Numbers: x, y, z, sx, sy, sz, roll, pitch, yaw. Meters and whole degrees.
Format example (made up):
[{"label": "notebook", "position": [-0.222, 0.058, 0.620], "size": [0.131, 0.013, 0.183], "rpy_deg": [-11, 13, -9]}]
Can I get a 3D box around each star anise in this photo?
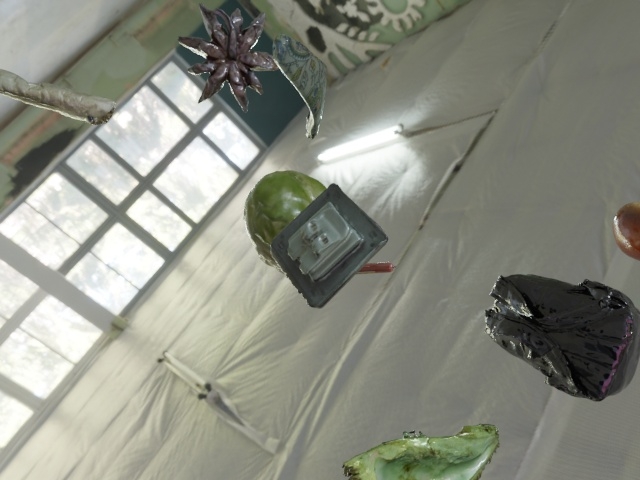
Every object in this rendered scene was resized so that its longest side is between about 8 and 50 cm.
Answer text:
[{"label": "star anise", "position": [-0.158, -0.326, 0.887], "size": [0.065, 0.195, 0.182], "rpy_deg": [-130, -139, -66]}]

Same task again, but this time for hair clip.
[{"label": "hair clip", "position": [-0.013, -0.165, 0.544], "size": [0.229, 0.036, 0.066], "rpy_deg": [30, 74, -82]}]

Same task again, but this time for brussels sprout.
[{"label": "brussels sprout", "position": [-0.074, -0.048, 1.342], "size": [0.243, 0.316, 0.273], "rpy_deg": [-23, -154, 14]}]

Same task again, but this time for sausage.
[{"label": "sausage", "position": [0.108, 0.081, 1.377], "size": [0.223, 0.029, 0.029], "rpy_deg": [-6, -140, 29]}]

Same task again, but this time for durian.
[{"label": "durian", "position": [0.208, 0.446, 1.000], "size": [0.163, 0.394, 0.198], "rpy_deg": [-153, -116, -66]}]

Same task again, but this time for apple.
[{"label": "apple", "position": [1.033, -0.029, 1.530], "size": [0.235, 0.173, 0.210], "rpy_deg": [-12, -160, -30]}]

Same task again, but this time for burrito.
[{"label": "burrito", "position": [-0.380, -0.200, 0.672], "size": [0.045, 0.185, 0.041], "rpy_deg": [-129, -125, -72]}]

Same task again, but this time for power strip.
[{"label": "power strip", "position": [0.000, 0.000, 0.981], "size": [0.213, 0.064, 0.198], "rpy_deg": [-45, -123, 3]}]

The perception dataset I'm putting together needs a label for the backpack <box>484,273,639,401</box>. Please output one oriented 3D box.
[{"label": "backpack", "position": [0.733, 0.277, 1.526], "size": [0.446, 0.255, 0.363], "rpy_deg": [19, -74, 44]}]
